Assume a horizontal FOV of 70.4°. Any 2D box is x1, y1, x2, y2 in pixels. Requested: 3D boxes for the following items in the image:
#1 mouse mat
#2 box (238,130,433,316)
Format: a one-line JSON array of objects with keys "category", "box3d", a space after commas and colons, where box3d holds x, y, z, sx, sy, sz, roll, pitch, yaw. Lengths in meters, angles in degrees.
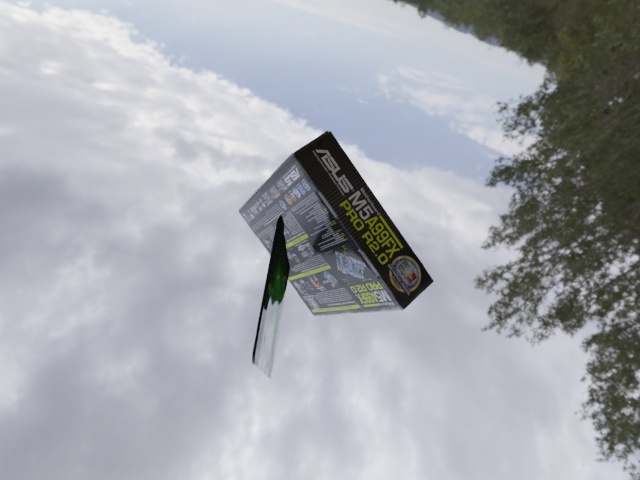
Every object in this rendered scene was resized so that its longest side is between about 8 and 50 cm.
[{"category": "mouse mat", "box3d": [-0.052, 0.074, 0.519, 0.007, 0.190, 0.153, 8, -111, 1]}, {"category": "box", "box3d": [0.000, 0.000, 0.625, 0.060, 0.270, 0.216, -38, -85, -24]}]
